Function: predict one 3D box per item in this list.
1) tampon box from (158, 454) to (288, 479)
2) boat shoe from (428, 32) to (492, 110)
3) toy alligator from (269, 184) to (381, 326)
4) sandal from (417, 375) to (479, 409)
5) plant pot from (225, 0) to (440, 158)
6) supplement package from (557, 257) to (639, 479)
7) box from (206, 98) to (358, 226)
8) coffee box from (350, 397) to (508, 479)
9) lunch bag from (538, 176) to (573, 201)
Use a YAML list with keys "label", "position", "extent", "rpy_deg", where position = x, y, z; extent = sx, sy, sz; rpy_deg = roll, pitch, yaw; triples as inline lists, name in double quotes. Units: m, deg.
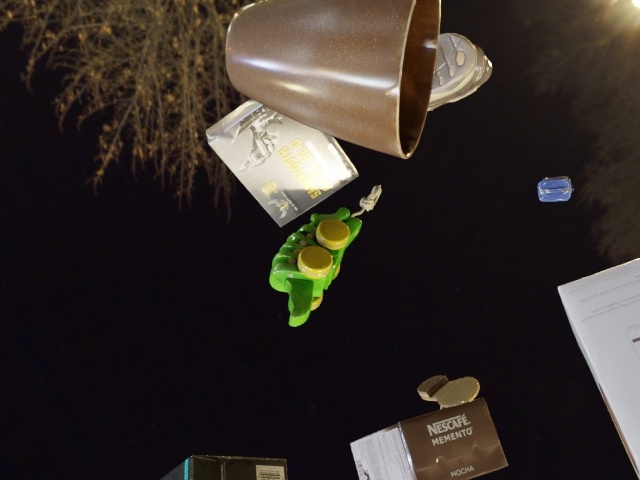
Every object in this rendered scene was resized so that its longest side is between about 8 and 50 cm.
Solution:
- label: "tampon box"
  position: [-0.110, 0.292, 0.591]
  extent: [0.102, 0.161, 0.120]
  rpy_deg: [15, -131, -30]
- label: "boat shoe"
  position: [0.173, -0.292, 1.193]
  extent: [0.130, 0.132, 0.356]
  rpy_deg: [6, 176, -41]
- label: "toy alligator"
  position: [0.000, 0.000, 0.552]
  extent: [0.051, 0.056, 0.189]
  rpy_deg: [25, -133, 9]
- label: "sandal"
  position: [0.279, 0.332, 1.246]
  extent: [0.088, 0.240, 0.079]
  rpy_deg: [-34, -89, -14]
- label: "plant pot"
  position: [0.011, -0.222, 0.749]
  extent: [0.231, 0.215, 0.215]
  rpy_deg: [10, -134, 17]
- label: "supplement package"
  position: [0.342, 0.148, 0.573]
  extent: [0.134, 0.139, 0.244]
  rpy_deg: [-23, -139, 17]
- label: "box"
  position: [-0.065, -0.158, 1.109]
  extent: [0.183, 0.231, 0.056]
  rpy_deg: [-33, -144, 8]
- label: "coffee box"
  position: [0.185, 0.390, 1.119]
  extent: [0.168, 0.297, 0.118]
  rpy_deg: [-9, -112, -19]
- label: "lunch bag"
  position: [0.697, -0.150, 1.802]
  extent: [0.099, 0.067, 0.065]
  rpy_deg: [-3, -164, 32]
